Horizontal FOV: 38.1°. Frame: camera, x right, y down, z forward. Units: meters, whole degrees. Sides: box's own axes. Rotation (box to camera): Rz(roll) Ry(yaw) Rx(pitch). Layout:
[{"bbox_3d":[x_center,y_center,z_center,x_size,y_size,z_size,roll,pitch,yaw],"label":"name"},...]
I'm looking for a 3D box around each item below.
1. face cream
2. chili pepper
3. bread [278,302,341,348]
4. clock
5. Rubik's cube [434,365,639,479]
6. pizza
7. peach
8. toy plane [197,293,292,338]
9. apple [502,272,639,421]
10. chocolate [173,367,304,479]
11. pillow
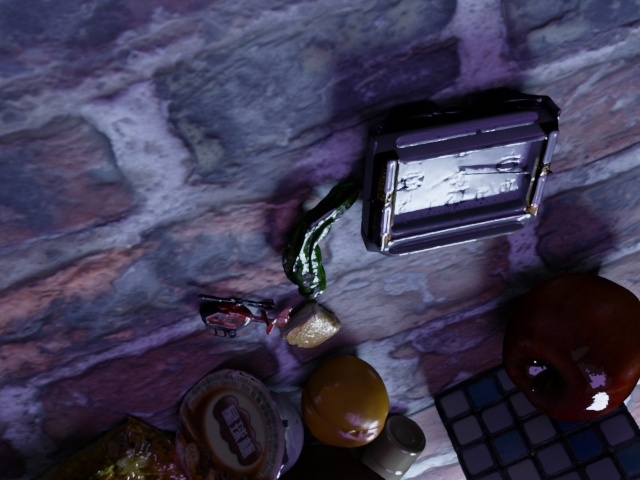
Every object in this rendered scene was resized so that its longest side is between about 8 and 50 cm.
[{"bbox_3d":[0.074,0.448,1.664,0.137,0.084,0.341,-33,158,-53],"label":"face cream"},{"bbox_3d":[-0.005,-0.003,1.199,0.073,0.050,0.182,8,127,-20],"label":"chili pepper"},{"bbox_3d":[-0.013,0.124,1.336,0.070,0.035,0.083,-39,142,18],"label":"bread"},{"bbox_3d":[0.171,-0.085,1.163,0.253,0.083,0.186,-10,137,-12],"label":"clock"},{"bbox_3d":[0.403,0.384,1.589,0.292,0.293,0.287,-28,138,4],"label":"Rubik's cube"},{"bbox_3d":[-0.293,0.349,1.427,0.292,0.058,0.197,0,133,-23],"label":"pizza"},{"bbox_3d":[0.041,0.248,1.416,0.138,0.138,0.138,-12,137,-11],"label":"peach"},{"bbox_3d":[-0.109,0.103,1.272,0.145,0.037,0.060,11,118,-26],"label":"toy plane"},{"bbox_3d":[0.395,0.165,1.425,0.234,0.234,0.234,-12,137,-11],"label":"apple"},{"bbox_3d":[-0.104,0.300,1.387,0.221,0.221,0.147,-39,152,17],"label":"chocolate"},{"bbox_3d":[-0.036,0.406,1.450,0.305,0.308,0.108,-7,97,-20],"label":"pillow"}]
